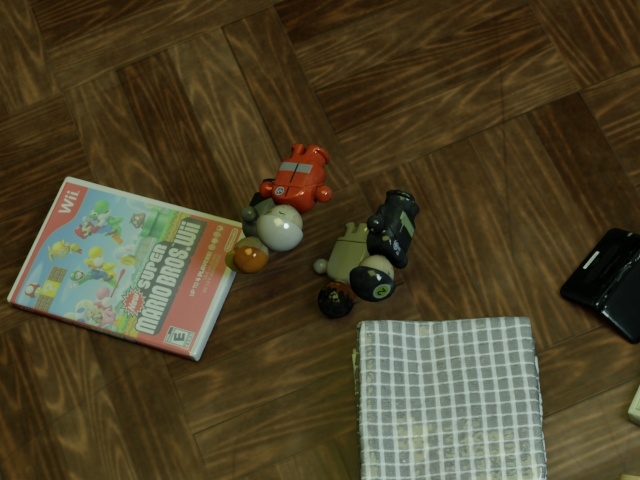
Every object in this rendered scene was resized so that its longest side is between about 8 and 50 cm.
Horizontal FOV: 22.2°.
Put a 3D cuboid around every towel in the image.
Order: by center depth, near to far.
[{"bbox_3d":[0.156,0.222,1.993,0.235,0.121,0.283,-6,62,6],"label":"towel"}]

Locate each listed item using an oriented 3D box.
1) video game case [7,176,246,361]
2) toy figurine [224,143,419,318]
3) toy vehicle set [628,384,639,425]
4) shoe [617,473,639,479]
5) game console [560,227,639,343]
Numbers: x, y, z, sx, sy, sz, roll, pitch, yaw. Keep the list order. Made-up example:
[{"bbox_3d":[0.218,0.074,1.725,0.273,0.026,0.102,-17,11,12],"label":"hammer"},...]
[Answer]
[{"bbox_3d":[-0.259,0.035,2.214,0.285,0.025,0.204,15,66,17],"label":"video game case"},{"bbox_3d":[0.000,0.000,2.076,0.213,0.209,0.148,27,64,-13],"label":"toy figurine"},{"bbox_3d":[0.526,0.183,1.965,0.267,0.035,0.166,17,67,32],"label":"toy vehicle set"},{"bbox_3d":[0.458,0.312,1.919,0.219,0.076,0.058,1,77,26],"label":"shoe"},{"bbox_3d":[0.391,0.057,2.101,0.122,0.071,0.107,-48,36,-16],"label":"game console"}]
